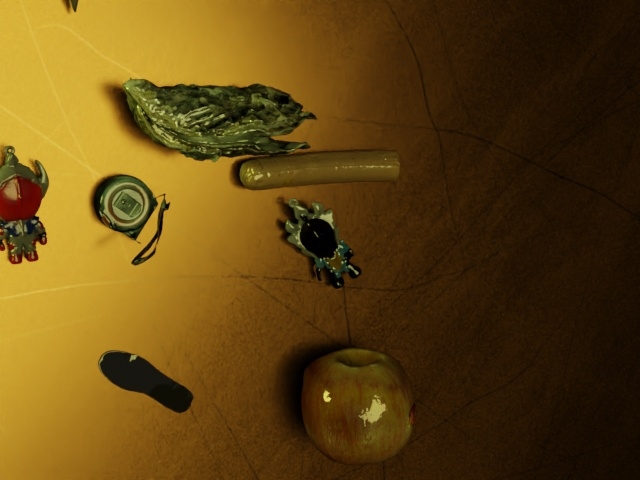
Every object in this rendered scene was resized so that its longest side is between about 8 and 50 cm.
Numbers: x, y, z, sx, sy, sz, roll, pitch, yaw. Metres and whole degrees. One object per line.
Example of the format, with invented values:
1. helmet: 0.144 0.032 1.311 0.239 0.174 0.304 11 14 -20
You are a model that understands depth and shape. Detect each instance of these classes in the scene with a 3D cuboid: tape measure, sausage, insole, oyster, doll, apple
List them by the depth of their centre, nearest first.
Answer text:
1. doll: -0.488 -0.058 1.831 0.104 0.062 0.194 -5 107 -6
2. tape measure: -0.309 -0.042 1.855 0.107 0.180 0.104 33 99 -25
3. oyster: -0.167 -0.201 1.895 0.351 0.162 0.158 10 72 -26
4. insole: -0.302 0.245 1.977 0.188 0.004 0.064 33 83 -24
5. sausage: 0.000 -0.127 2.034 0.301 0.066 0.065 -4 98 -24
6. apple: 0.067 0.296 2.035 0.211 0.211 0.187 -10 107 -23
7. doll: 0.000 0.000 2.048 0.096 0.070 0.195 -35 114 1

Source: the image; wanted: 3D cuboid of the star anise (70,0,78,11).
1. star anise: -0.403 -0.469 1.816 0.204 0.061 0.180 -38 109 -16
